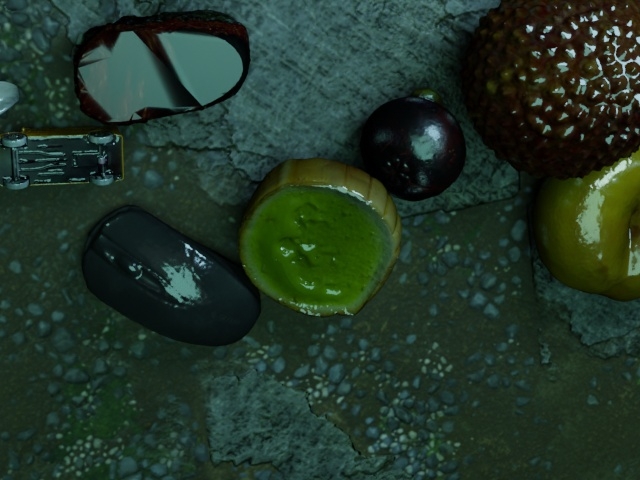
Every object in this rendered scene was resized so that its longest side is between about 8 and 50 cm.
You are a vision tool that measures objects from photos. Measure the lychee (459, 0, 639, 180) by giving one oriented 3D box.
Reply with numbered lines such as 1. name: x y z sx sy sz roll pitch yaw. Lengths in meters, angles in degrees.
1. lychee: 0.323 -0.215 1.452 0.275 0.304 0.276 -18 115 -44

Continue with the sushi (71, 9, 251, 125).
1. sushi: -0.200 -0.223 1.412 0.225 0.126 0.136 -9 111 -4

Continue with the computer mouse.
1. computer mouse: -0.198 0.062 1.519 0.269 0.086 0.138 31 98 -18

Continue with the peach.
1. peach: 0.427 -0.034 1.597 0.251 0.153 0.251 -6 115 -13

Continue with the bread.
1. bread: 0.000 0.000 1.509 0.236 0.070 0.236 3 125 4

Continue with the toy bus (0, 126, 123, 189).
1. toy bus: -0.338 -0.112 1.437 0.162 0.074 0.070 -3 115 -14

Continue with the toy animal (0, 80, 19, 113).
1. toy animal: -0.480 -0.159 1.366 0.220 0.131 0.104 -38 97 -2

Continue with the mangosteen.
1. mangosteen: 0.130 -0.132 1.508 0.152 0.152 0.153 -4 108 -12
